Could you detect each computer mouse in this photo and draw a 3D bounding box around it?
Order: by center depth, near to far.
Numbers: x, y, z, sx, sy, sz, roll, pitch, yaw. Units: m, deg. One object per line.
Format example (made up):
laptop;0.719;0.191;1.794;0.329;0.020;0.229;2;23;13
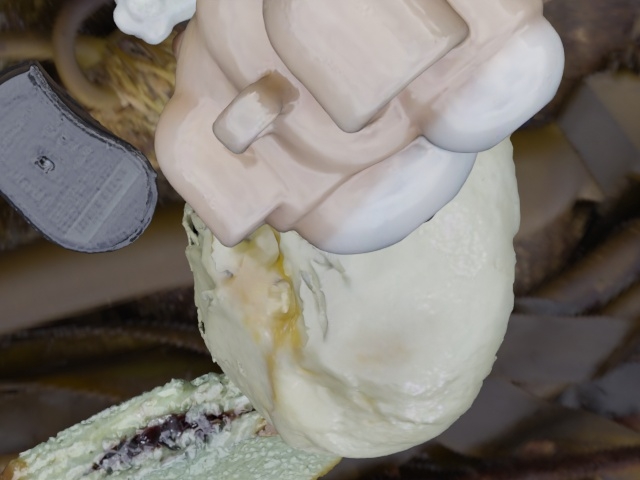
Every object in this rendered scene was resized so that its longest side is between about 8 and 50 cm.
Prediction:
computer mouse;-0.297;-0.090;1.678;0.264;0.088;0.147;41;93;2

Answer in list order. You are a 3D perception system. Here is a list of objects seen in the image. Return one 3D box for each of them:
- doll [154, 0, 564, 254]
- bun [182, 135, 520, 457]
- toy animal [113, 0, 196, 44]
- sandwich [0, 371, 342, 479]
doll;0.058;-0.104;0.547;0.278;0.154;0.119;-41;90;-27
bun;0.000;0.000;0.927;0.146;0.287;0.287;2;103;-29
toy animal;0.023;-0.248;1.166;0.181;0.180;0.363;45;55;2
sandwich;-0.129;0.194;1.389;0.289;0.099;0.254;2;145;-29
